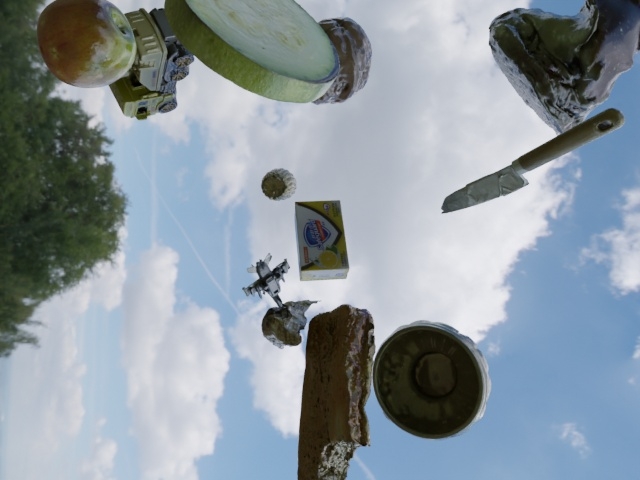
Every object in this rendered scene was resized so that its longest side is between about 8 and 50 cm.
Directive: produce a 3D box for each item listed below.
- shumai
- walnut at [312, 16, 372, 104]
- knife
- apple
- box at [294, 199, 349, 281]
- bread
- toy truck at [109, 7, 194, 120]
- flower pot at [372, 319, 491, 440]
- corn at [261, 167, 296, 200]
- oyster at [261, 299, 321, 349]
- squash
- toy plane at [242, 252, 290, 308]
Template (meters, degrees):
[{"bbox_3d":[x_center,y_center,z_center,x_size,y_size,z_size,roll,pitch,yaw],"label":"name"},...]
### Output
[{"bbox_3d":[0.567,-0.412,1.013,0.288,0.329,0.292,-39,-139,22],"label":"shumai"},{"bbox_3d":[0.037,-0.548,1.455,0.226,0.273,0.273,28,-64,13],"label":"walnut"},{"bbox_3d":[0.263,-0.088,0.636,0.297,0.047,0.017,-31,-152,54],"label":"knife"},{"bbox_3d":[-0.507,-0.437,1.032,0.196,0.195,0.196,-8,-100,56],"label":"apple"},{"bbox_3d":[0.000,0.000,1.584,0.097,0.168,0.265,104,-17,-63],"label":"box"},{"bbox_3d":[0.043,0.332,1.008,0.185,0.109,0.381,-24,-129,43],"label":"bread"},{"bbox_3d":[-0.563,-0.549,1.492,0.405,0.253,0.181,-32,-98,59],"label":"toy truck"},{"bbox_3d":[0.300,0.369,1.263,0.307,0.244,0.308,-4,-102,22],"label":"flower pot"},{"bbox_3d":[-0.158,-0.215,1.818,0.344,0.131,0.131,-94,-167,-82],"label":"corn"},{"bbox_3d":[-0.084,0.200,1.154,0.162,0.107,0.233,-60,180,2],"label":"oyster"},{"bbox_3d":[-0.086,-0.294,0.655,0.049,0.251,0.252,-47,-130,39],"label":"squash"},{"bbox_3d":[-0.171,0.170,1.672,0.088,0.192,0.262,26,-34,55],"label":"toy plane"}]
